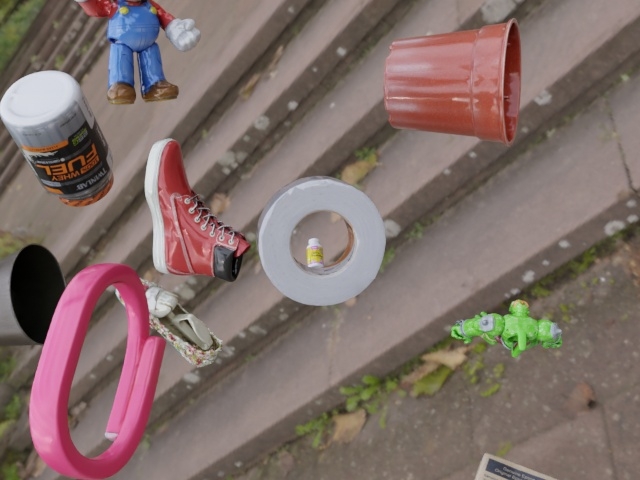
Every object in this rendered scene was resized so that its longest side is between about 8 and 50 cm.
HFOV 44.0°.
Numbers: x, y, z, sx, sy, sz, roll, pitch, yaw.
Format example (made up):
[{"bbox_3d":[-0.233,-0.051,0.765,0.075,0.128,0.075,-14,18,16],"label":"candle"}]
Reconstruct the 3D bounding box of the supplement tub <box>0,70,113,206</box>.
[{"bbox_3d":[-0.626,-0.237,1.925,0.316,0.194,0.193,78,-154,-53],"label":"supplement tub"}]

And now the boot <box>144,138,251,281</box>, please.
[{"bbox_3d":[-0.199,-0.050,1.341,0.176,0.244,0.088,7,23,22],"label":"boot"}]

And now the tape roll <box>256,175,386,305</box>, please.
[{"bbox_3d":[0.000,0.000,1.365,0.219,0.219,0.072,-55,12,4],"label":"tape roll"}]

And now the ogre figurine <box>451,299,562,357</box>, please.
[{"bbox_3d":[0.347,0.163,1.415,0.118,0.197,0.096,106,-171,-74],"label":"ogre figurine"}]

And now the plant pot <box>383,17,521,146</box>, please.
[{"bbox_3d":[0.292,-0.346,1.752,0.265,0.272,0.272,4,53,21],"label":"plant pot"}]

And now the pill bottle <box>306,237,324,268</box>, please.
[{"bbox_3d":[-0.014,0.038,2.059,0.043,0.043,0.083,-35,49,43],"label":"pill bottle"}]

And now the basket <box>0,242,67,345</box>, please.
[{"bbox_3d":[-0.644,0.132,1.577,0.227,0.154,0.204,-16,71,22],"label":"basket"}]

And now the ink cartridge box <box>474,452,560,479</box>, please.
[{"bbox_3d":[0.315,0.445,1.197,0.234,0.193,0.088,89,-155,-45],"label":"ink cartridge box"}]

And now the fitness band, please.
[{"bbox_3d":[-0.296,0.172,1.070,0.054,0.209,0.290,-2,63,21],"label":"fitness band"}]

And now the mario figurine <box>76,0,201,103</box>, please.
[{"bbox_3d":[-0.331,-0.404,1.399,0.170,0.320,0.198,-2,12,21],"label":"mario figurine"}]

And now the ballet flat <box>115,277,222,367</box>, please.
[{"bbox_3d":[-0.275,0.143,1.492,0.077,0.241,0.091,-30,25,41],"label":"ballet flat"}]
